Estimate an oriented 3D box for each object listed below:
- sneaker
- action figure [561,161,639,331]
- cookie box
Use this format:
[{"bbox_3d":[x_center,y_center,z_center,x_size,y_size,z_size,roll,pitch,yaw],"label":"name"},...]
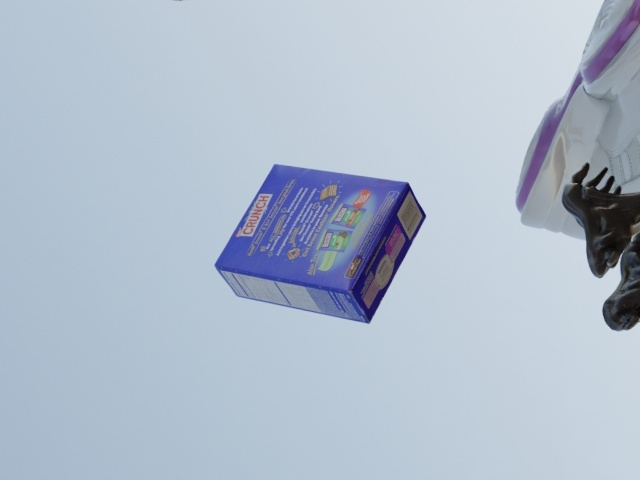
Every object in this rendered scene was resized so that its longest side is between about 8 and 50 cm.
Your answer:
[{"bbox_3d":[0.237,-0.089,1.060,0.152,0.305,0.114,23,-119,2],"label":"sneaker"},{"bbox_3d":[0.273,-0.026,0.860,0.164,0.275,0.141,48,-130,-34],"label":"action figure"},{"bbox_3d":[0.000,0.000,1.038,0.092,0.107,0.040,-61,-37,-27],"label":"cookie box"}]
